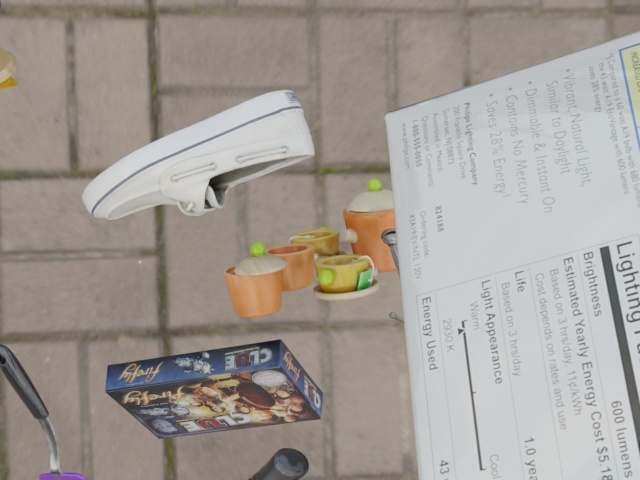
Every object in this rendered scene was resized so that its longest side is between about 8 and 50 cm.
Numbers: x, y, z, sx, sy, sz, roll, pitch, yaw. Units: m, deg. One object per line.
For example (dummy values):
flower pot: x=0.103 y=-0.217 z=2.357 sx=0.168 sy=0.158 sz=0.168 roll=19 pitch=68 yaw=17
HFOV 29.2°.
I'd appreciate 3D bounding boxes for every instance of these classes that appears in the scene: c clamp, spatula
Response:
c clamp: x=0.104 y=0.044 z=1.370 sx=0.022 sy=0.161 sz=0.137 roll=-33 pitch=138 yaw=22
spatula: x=-0.366 y=0.257 z=1.631 sx=0.084 sy=0.030 sz=0.296 roll=-7 pitch=117 yaw=28

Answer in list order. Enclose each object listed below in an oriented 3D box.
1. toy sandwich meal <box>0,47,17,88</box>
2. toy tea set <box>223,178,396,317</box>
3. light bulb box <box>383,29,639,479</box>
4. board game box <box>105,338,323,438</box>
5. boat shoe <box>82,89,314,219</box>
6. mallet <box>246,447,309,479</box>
toy sandwich meal: x=-0.330 y=-0.156 z=1.177 sx=0.085 sy=0.086 sz=0.029 roll=-11 pitch=131 yaw=-8
toy tea set: x=0.000 y=0.000 z=1.612 sx=0.200 sy=0.336 sz=0.124 roll=-2 pitch=102 yaw=21
light bulb box: x=0.262 y=0.048 z=0.897 sx=0.361 sy=0.225 sz=0.358 roll=-16 pitch=57 yaw=21
board game box: x=-0.137 y=0.200 z=1.621 sx=0.243 sy=0.165 sz=0.042 roll=-10 pitch=56 yaw=17
boat shoe: x=-0.132 y=-0.071 z=1.345 sx=0.267 sy=0.096 sz=0.088 roll=-24 pitch=80 yaw=6
mallet: x=-0.055 y=0.151 z=0.611 sx=0.062 sy=0.189 sz=0.039 roll=18 pitch=47 yaw=-38
